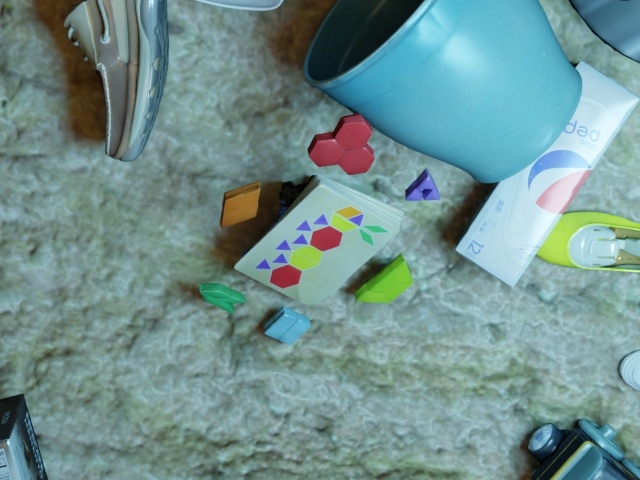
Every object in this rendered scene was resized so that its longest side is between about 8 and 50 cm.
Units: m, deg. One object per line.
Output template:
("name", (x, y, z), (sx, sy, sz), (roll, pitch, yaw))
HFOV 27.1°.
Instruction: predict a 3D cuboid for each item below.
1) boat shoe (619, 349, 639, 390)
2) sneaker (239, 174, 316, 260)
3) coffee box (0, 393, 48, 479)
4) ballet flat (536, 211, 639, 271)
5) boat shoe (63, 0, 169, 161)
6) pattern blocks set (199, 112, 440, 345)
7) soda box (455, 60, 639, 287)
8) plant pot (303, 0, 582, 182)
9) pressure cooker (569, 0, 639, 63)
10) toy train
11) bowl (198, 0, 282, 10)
("boat shoe", (0.499, 0.196, 1.799), (0.184, 0.063, 0.066), (19, 101, -10))
("sneaker", (-0.047, -0.029, 1.697), (0.152, 0.058, 0.084), (-27, 110, -3))
("coffee box", (-0.408, 0.369, 1.703), (0.119, 0.168, 0.297), (-13, 103, -2))
("ballet flat", (0.395, 0.008, 1.738), (0.231, 0.077, 0.077), (6, 101, -6))
("boat shoe", (-0.246, -0.259, 1.604), (0.116, 0.123, 0.324), (5, 96, 1))
("pattern blocks set", (0.000, 0.000, 1.646), (0.325, 0.026, 0.285), (-36, 129, 22))
("soda box", (0.285, -0.085, 1.687), (0.091, 0.098, 0.286), (33, 98, 3))
("plant pot", (0.163, -0.212, 1.583), (0.255, 0.271, 0.271), (39, 97, -22))
("pressure cooker", (0.473, -0.385, 1.449), (0.375, 0.420, 0.370), (18, 88, -5))
("toy train", (0.415, 0.374, 1.768), (0.334, 0.190, 0.142), (41, 97, -13))
("bowl", (-0.105, -0.356, 1.619), (0.142, 0.053, 0.142), (8, 102, -8))
